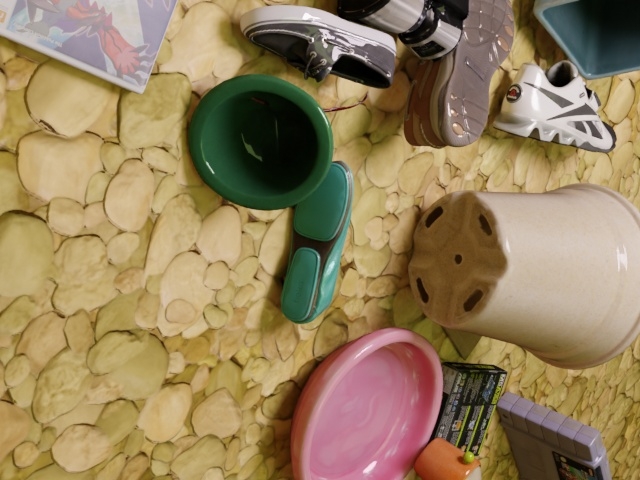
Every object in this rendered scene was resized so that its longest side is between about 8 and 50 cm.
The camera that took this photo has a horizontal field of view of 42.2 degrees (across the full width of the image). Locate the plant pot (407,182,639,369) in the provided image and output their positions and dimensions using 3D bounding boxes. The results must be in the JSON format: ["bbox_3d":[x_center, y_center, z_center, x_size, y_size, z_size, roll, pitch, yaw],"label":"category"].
[{"bbox_3d":[0.331,0.045,1.397,0.306,0.334,0.333,8,101,-35],"label":"plant pot"}]

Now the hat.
[{"bbox_3d":[-0.061,-0.146,1.116,0.209,0.183,0.173,23,110,-8],"label":"hat"}]

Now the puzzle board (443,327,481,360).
[{"bbox_3d":[0.281,0.160,1.591,0.096,0.011,0.128,-52,136,-17],"label":"puzzle board"}]

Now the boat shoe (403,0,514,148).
[{"bbox_3d":[0.200,-0.275,1.254,0.123,0.116,0.324,41,58,-30],"label":"boat shoe"}]

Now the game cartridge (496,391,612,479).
[{"bbox_3d":[0.520,0.490,1.807,0.068,0.230,0.355,-43,132,-22],"label":"game cartridge"}]

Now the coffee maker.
[{"bbox_3d":[0.120,-0.353,1.134,0.178,0.120,0.171,13,97,-47],"label":"coffee maker"}]

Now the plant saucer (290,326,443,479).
[{"bbox_3d":[0.069,0.294,1.389,0.332,0.084,0.332,-19,119,-39],"label":"plant saucer"}]

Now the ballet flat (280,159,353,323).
[{"bbox_3d":[0.000,0.000,1.212,0.087,0.083,0.247,-11,118,-68],"label":"ballet flat"}]

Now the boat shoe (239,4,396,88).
[{"bbox_3d":[0.003,-0.239,1.067,0.229,0.080,0.076,6,74,-37],"label":"boat shoe"}]

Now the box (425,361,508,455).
[{"bbox_3d":[0.280,0.337,1.643,0.184,0.045,0.190,10,100,-48],"label":"box"}]

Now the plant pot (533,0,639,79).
[{"bbox_3d":[0.528,-0.459,1.405,0.248,0.247,0.252,30,61,-47],"label":"plant pot"}]

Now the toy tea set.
[{"bbox_3d":[0.212,0.486,1.506,0.200,0.124,0.336,-47,154,-13],"label":"toy tea set"}]

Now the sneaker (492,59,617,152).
[{"bbox_3d":[0.453,-0.244,1.503,0.331,0.122,0.146,2,107,-45],"label":"sneaker"}]

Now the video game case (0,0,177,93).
[{"bbox_3d":[-0.242,-0.275,0.884,0.201,0.023,0.183,18,94,-47],"label":"video game case"}]
